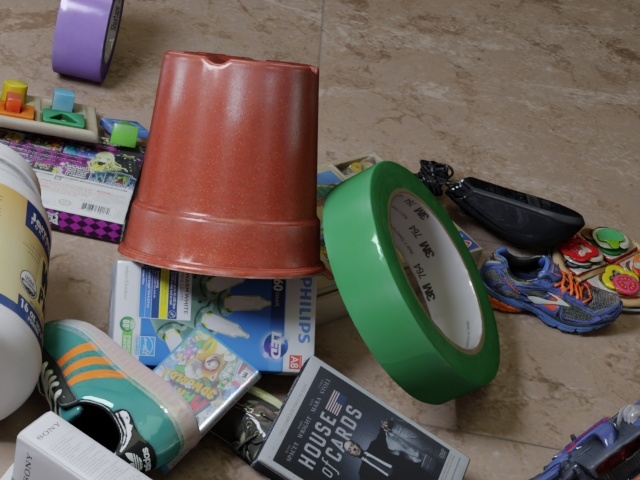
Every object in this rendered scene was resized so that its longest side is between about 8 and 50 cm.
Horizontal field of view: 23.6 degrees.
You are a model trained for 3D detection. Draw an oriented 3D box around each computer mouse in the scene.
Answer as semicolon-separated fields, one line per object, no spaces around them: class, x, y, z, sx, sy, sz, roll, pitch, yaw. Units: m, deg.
computer mouse;0.267;-0.045;2.353;0.272;0.072;0.188;18;12;6

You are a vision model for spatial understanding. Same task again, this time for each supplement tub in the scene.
supplement tub;-0.441;0.045;1.843;0.228;0.228;0.316;6;44;-11

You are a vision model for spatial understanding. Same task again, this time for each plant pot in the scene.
plant pot;-0.115;-0.104;1.974;0.272;0.265;0.272;6;7;-1

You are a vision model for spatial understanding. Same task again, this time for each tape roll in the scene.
tape roll;-0.368;-0.352;2.448;0.080;0.189;0.189;12;36;-3
tape roll;0.122;0.055;2.009;0.321;0.077;0.321;47;28;-34

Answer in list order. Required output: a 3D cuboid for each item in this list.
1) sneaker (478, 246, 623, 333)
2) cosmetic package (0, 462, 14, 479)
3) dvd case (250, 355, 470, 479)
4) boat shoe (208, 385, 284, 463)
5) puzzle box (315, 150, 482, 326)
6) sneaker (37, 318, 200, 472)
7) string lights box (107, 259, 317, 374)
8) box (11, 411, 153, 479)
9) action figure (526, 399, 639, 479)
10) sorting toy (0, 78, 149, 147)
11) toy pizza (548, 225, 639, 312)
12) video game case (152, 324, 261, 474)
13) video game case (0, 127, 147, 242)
sneaker;0.332;0.070;2.217;0.221;0.087;0.083;13;37;-2
cosmetic package;-0.246;0.318;1.713;0.239;0.060;0.099;21;38;9
dvd case;0.052;0.266;1.834;0.238;0.029;0.179;34;46;-5
boat shoe;-0.064;0.240;1.862;0.223;0.080;0.073;24;32;5
puzzle box;0.000;0.000;2.225;0.409;0.052;0.272;-17;47;-35
sneaker;-0.280;0.185;1.807;0.121;0.108;0.302;-27;36;-35
string lights box;-0.140;0.102;1.968;0.259;0.077;0.133;4;81;-14
box;-0.185;0.346;1.552;0.322;0.232;0.058;30;38;21
action figure;0.350;0.334;1.816;0.341;0.178;0.330;-32;22;0
sorting toy;-0.422;-0.200;2.287;0.347;0.047;0.196;9;16;-14
toy pizza;0.448;0.036;2.347;0.201;0.032;0.201;9;36;-7
video game case;-0.167;0.191;1.863;0.166;0.015;0.119;-45;53;-14
video game case;-0.380;-0.093;2.224;0.232;0.042;0.210;12;35;-4
